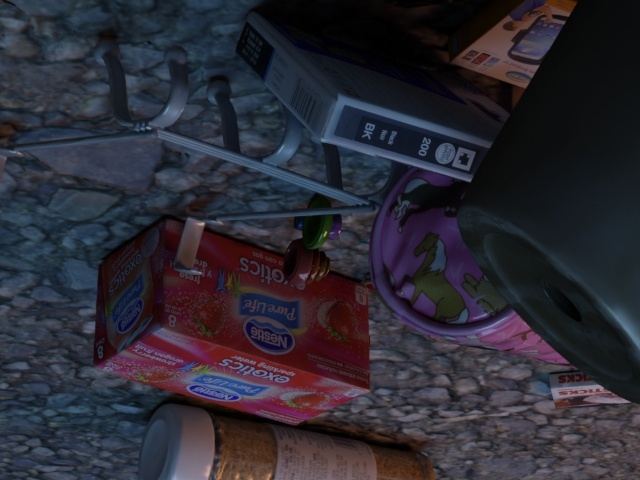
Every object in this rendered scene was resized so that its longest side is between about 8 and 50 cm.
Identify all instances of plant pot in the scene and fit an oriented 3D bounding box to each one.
[{"bbox_3d":[0.252,-0.051,1.237,0.280,0.323,0.323,-43,151,-10],"label":"plant pot"}]

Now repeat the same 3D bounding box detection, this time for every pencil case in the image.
[{"bbox_3d":[0.191,0.024,1.573,0.167,0.160,0.386,5,174,28],"label":"pencil case"}]

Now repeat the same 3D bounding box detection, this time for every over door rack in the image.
[{"bbox_3d":[-0.116,-0.074,1.539,0.239,0.108,0.324,19,157,-33],"label":"over door rack"}]

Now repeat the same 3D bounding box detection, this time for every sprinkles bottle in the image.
[{"bbox_3d":[-0.037,0.284,2.193,0.355,0.121,0.121,14,149,-25],"label":"sprinkles bottle"}]

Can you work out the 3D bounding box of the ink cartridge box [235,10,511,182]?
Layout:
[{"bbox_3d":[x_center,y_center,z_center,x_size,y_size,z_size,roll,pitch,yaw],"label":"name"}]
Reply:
[{"bbox_3d":[0.060,-0.102,1.396,0.208,0.206,0.045,14,107,-26],"label":"ink cartridge box"}]

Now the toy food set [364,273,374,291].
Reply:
[{"bbox_3d":[0.092,0.033,1.828,0.122,0.019,0.078,-14,150,40],"label":"toy food set"}]

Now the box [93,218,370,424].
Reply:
[{"bbox_3d":[-0.085,0.086,1.811,0.257,0.122,0.128,20,147,-33],"label":"box"}]

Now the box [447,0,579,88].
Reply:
[{"bbox_3d":[0.163,-0.164,1.441,0.081,0.028,0.136,15,147,-28],"label":"box"}]

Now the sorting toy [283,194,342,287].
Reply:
[{"bbox_3d":[0.000,0.000,1.717,0.042,0.061,0.102,11,132,-23],"label":"sorting toy"}]

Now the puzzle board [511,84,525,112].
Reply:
[{"bbox_3d":[0.227,-0.114,1.554,0.128,0.011,0.096,-2,154,4],"label":"puzzle board"}]

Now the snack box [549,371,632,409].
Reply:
[{"bbox_3d":[0.354,0.166,2.077,0.178,0.022,0.064,-6,151,11],"label":"snack box"}]

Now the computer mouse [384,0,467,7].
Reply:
[{"bbox_3d":[0.014,-0.209,1.351,0.242,0.041,0.071,4,161,-23],"label":"computer mouse"}]
